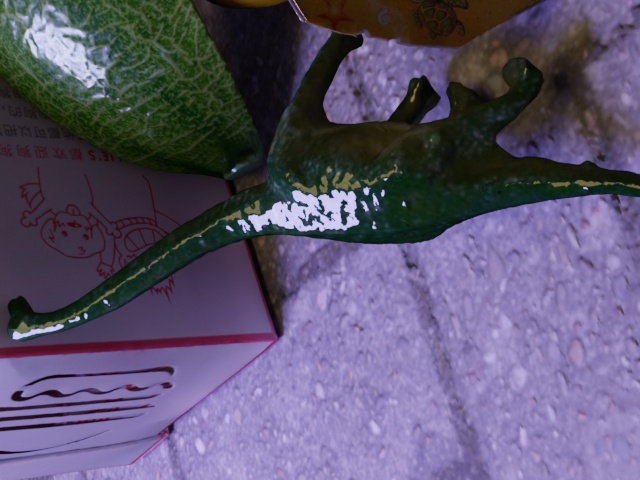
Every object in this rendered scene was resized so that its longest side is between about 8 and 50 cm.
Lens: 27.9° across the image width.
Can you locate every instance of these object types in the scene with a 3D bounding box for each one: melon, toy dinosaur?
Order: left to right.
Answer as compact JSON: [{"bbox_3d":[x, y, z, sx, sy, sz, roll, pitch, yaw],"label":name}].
[{"bbox_3d":[-0.163,-0.169,1.026,0.196,0.124,0.323,-35,100,28],"label":"melon"},{"bbox_3d":[0.000,0.000,0.827,0.447,0.087,0.301,20,68,41],"label":"toy dinosaur"}]

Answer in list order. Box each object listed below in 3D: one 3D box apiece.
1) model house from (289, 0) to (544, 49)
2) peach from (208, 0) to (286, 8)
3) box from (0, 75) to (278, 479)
[{"bbox_3d":[0.034,-0.222,0.838,0.219,0.207,0.136,55,169,-17],"label":"model house"},{"bbox_3d":[-0.060,-0.301,0.993,0.251,0.153,0.251,42,140,51],"label":"peach"},{"bbox_3d":[-0.268,0.025,1.143,0.300,0.314,0.312,-41,59,43],"label":"box"}]
